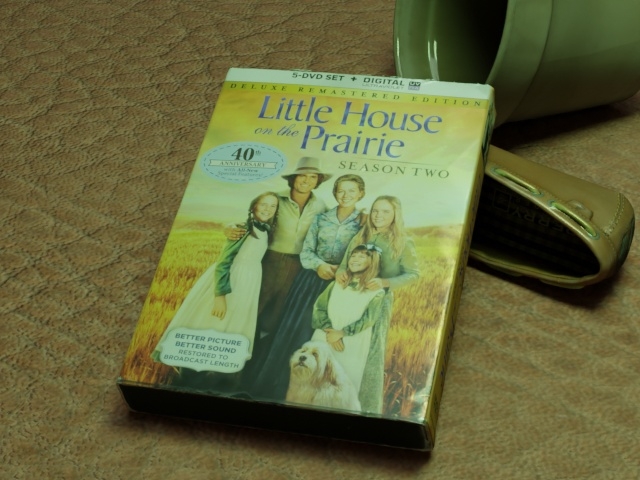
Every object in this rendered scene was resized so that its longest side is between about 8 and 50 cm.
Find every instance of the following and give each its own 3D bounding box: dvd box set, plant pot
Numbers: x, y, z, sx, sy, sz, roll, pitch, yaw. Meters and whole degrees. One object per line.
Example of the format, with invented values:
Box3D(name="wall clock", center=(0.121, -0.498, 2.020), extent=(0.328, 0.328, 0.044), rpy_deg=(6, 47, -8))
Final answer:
Box3D(name="dvd box set", center=(0.000, 0.000, 1.317), extent=(0.308, 0.062, 0.420), rpy_deg=(7, 55, 14))
Box3D(name="plant pot", center=(0.289, -0.289, 1.703), extent=(0.280, 0.323, 0.323), rpy_deg=(4, 29, -22))

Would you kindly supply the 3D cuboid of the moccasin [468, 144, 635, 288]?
Box3D(name="moccasin", center=(0.155, -0.034, 1.445), extent=(0.380, 0.139, 0.147), rpy_deg=(24, 32, 20))
